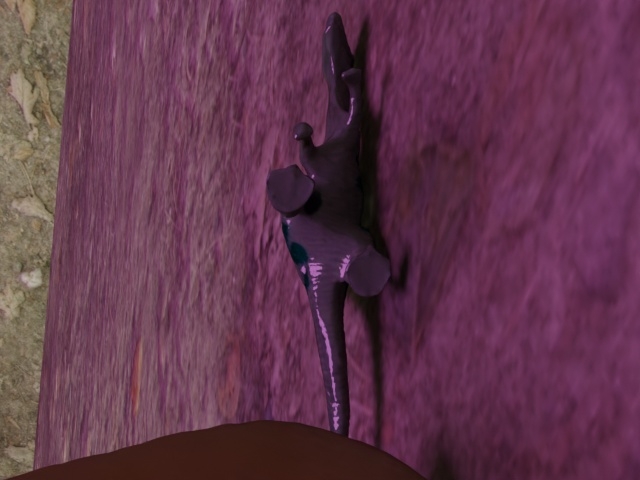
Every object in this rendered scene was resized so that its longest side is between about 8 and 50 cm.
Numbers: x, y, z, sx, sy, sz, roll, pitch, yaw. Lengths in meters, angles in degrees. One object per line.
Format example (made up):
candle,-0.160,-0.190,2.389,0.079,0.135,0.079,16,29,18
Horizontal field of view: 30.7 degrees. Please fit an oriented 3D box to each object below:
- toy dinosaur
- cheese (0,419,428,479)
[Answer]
toy dinosaur,0.004,0.001,0.504,0.106,0.044,0.187,-98,1,-73
cheese,-0.039,0.164,0.276,0.384,0.384,0.104,-118,40,-59
